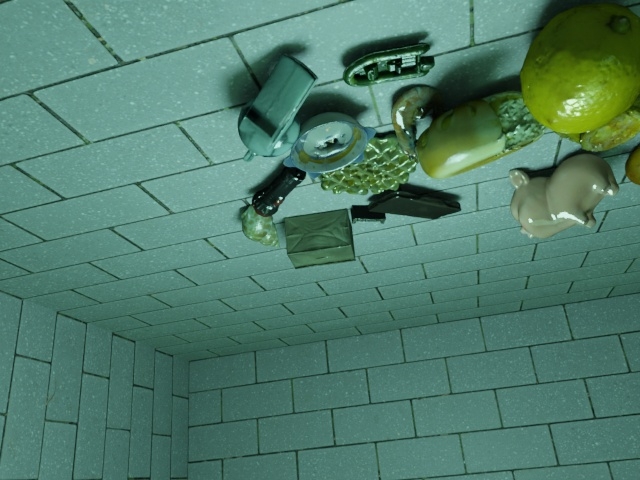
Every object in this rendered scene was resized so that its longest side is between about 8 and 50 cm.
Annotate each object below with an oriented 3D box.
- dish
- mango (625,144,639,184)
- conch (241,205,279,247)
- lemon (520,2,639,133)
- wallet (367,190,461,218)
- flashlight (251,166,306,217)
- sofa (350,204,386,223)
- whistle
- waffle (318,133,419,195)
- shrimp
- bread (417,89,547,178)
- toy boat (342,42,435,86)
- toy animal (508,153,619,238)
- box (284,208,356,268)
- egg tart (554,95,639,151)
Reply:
[{"bbox_3d":[0.012,-0.266,1.437,0.236,0.086,0.228,-7,151,-15],"label":"dish"},{"bbox_3d":[1.019,-0.251,1.661,0.138,0.113,0.253,-9,154,4],"label":"mango"},{"bbox_3d":[-0.213,-0.048,1.876,0.116,0.106,0.173,-19,144,-14],"label":"conch"},{"bbox_3d":[0.559,-0.361,1.163,0.260,0.260,0.284,-5,-175,-2],"label":"lemon"},{"bbox_3d":[0.328,-0.118,1.867,0.309,0.042,0.165,6,162,-31],"label":"wallet"},{"bbox_3d":[-0.125,-0.155,1.671,0.093,0.093,0.232,11,150,-32],"label":"flashlight"},{"bbox_3d":[0.167,-0.090,1.904,0.118,0.060,0.039,-1,152,-9],"label":"sofa"},{"bbox_3d":[-0.106,-0.302,1.304,0.163,0.163,0.290,17,122,-40],"label":"whistle"},{"bbox_3d":[0.142,-0.219,1.621,0.309,0.056,0.292,0,156,-9],"label":"waffle"},{"bbox_3d":[0.261,-0.301,1.434,0.143,0.052,0.251,-19,146,1],"label":"shrimp"},{"bbox_3d":[0.397,-0.271,1.385,0.333,0.160,0.333,-20,176,-1],"label":"bread"},{"bbox_3d":[0.153,-0.395,1.237,0.210,0.052,0.104,-9,158,6],"label":"toy boat"},{"bbox_3d":[0.765,-0.142,1.743,0.237,0.269,0.326,16,116,-40],"label":"toy animal"},{"bbox_3d":[0.000,0.000,1.956,0.231,0.155,0.149,-7,155,7],"label":"box"},{"bbox_3d":[0.751,-0.325,1.432,0.294,0.123,0.294,-5,157,-2],"label":"egg tart"}]
